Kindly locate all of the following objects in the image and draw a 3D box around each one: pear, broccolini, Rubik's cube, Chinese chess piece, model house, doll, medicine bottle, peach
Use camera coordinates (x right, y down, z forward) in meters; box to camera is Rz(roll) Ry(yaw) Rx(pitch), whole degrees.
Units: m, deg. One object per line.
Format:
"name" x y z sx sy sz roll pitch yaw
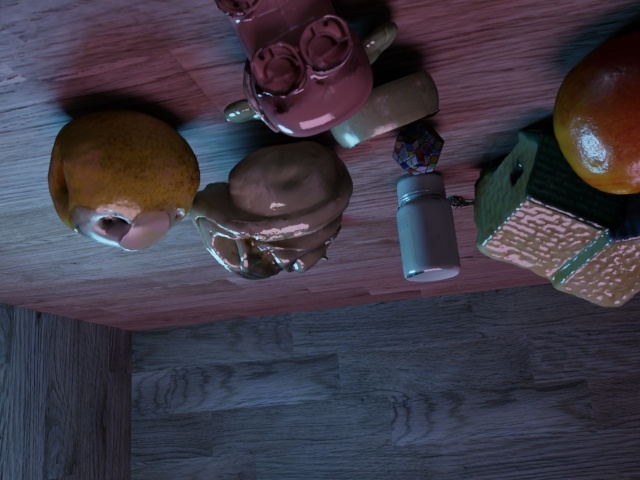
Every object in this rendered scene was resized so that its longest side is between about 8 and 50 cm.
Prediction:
"pear" -0.360 -0.119 1.089 0.271 0.271 0.271 -4 164 -1
"broccolini" 0.423 -0.111 1.684 0.139 0.030 0.035 -2 128 -27
"Rubik's cube" 0.203 -0.190 1.215 0.111 0.093 0.111 -3 164 -1
"Chinese chess piece" 0.104 -0.222 0.983 0.188 0.083 0.188 -21 -170 4
"model house" 0.582 -0.101 1.299 0.381 0.335 0.343 16 140 -10
"doll" -0.023 -0.256 0.825 0.284 0.216 0.268 -25 -176 4
"medicine bottle" 0.265 -0.034 1.475 0.143 0.258 0.143 -5 165 -1
"peach" 0.517 -0.204 0.941 0.238 0.281 0.281 16 156 -26

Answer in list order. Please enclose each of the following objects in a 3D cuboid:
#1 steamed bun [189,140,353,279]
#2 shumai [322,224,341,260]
"steamed bun" -0.090 -0.045 1.240 0.352 0.247 0.339 -23 174 15
"shumai" -0.002 0.001 1.774 0.145 0.116 0.145 -6 163 -2
